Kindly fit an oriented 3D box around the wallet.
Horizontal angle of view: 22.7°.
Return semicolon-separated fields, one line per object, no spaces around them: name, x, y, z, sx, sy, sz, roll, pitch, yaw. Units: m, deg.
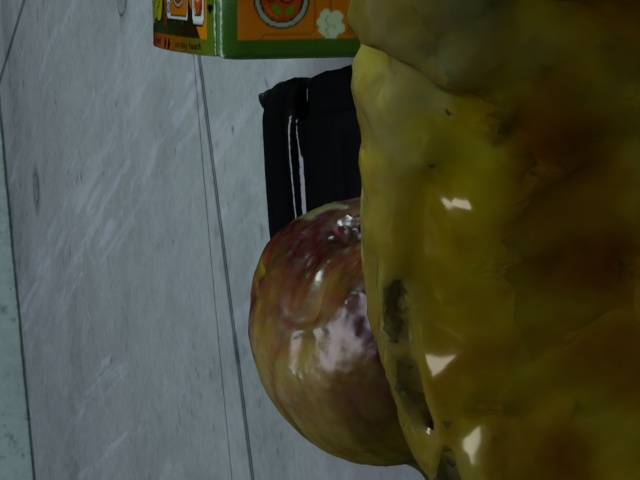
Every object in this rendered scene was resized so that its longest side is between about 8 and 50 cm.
wallet;0.000;0.000;1.134;0.323;0.041;0.247;-179;87;-75

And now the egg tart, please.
egg tart;0.163;0.028;0.345;0.388;0.169;0.388;38;151;26

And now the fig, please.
fig;0.034;0.086;0.886;0.160;0.143;0.230;27;118;49

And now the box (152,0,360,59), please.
box;-0.028;-0.217;1.017;0.177;0.148;0.194;-151;60;-70
